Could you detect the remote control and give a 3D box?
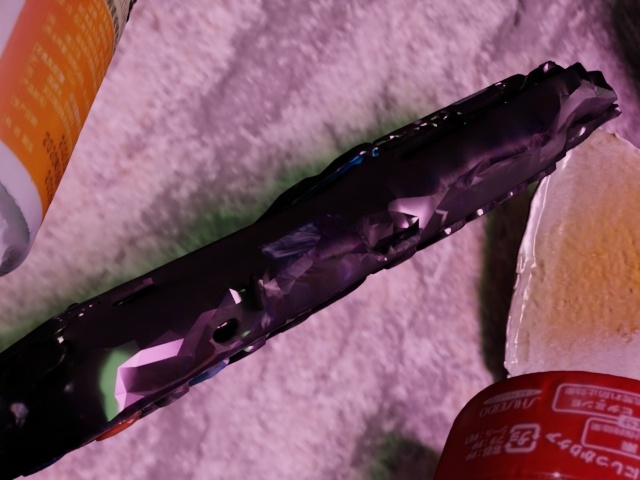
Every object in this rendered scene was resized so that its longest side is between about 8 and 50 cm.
[{"bbox_3d":[0.000,0.000,0.819,0.399,0.144,0.062,-29,89,-42],"label":"remote control"}]

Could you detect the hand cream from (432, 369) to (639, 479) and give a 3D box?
[{"bbox_3d":[0.140,0.165,0.853,0.193,0.193,0.125,41,53,-24],"label":"hand cream"}]

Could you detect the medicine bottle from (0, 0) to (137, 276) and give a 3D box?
[{"bbox_3d":[-0.160,-0.108,0.705,0.158,0.158,0.318,35,57,-27],"label":"medicine bottle"}]

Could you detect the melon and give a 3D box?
[{"bbox_3d":[0.177,0.038,0.989,0.139,0.093,0.202,16,85,-59],"label":"melon"}]
